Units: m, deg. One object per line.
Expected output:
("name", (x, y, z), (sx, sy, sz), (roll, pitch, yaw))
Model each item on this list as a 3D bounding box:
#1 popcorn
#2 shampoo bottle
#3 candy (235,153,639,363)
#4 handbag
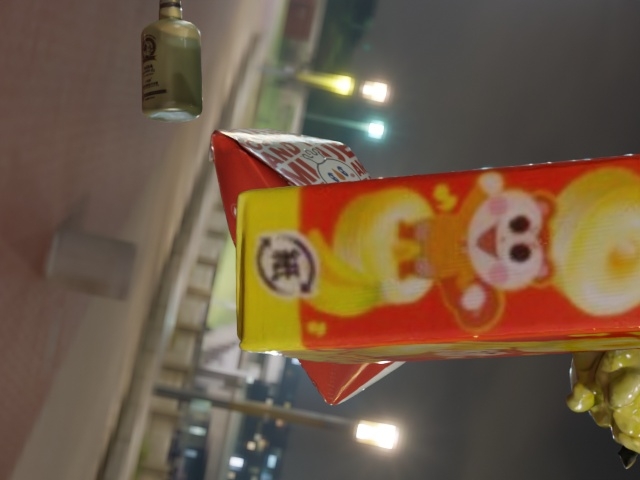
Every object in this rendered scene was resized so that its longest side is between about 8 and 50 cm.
("popcorn", (0.246, 0.078, 0.999), (0.142, 0.174, 0.173), (99, 1, -52))
("shampoo bottle", (-0.194, -0.239, 1.937), (0.079, 0.079, 0.162), (112, -24, -80))
("candy", (0.107, 0.013, 0.761), (0.146, 0.276, 0.088), (19, 69, -64))
("handbag", (0.000, 0.000, 1.527), (0.151, 0.298, 0.171), (-35, 180, 16))
